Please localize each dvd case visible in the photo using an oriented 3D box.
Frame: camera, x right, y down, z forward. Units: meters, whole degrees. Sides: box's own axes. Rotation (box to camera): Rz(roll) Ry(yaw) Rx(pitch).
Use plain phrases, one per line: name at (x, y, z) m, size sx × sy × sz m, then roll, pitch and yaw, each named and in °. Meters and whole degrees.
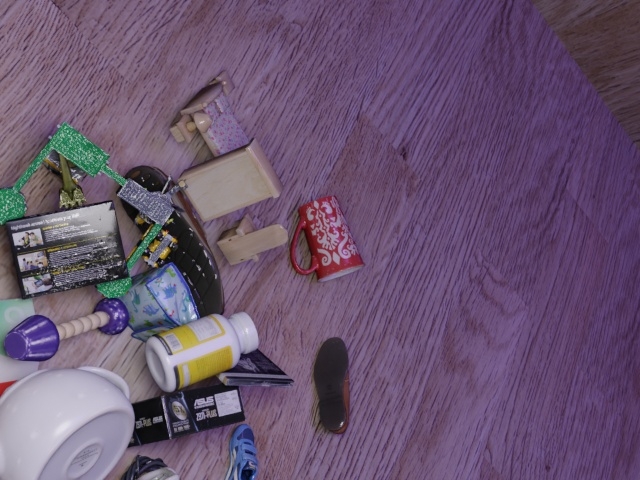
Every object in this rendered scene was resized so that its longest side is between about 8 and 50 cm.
dvd case at (-0.173, 0.215, 2.009) m, size 0.164 × 0.221 × 0.018 m, roll 10°, pitch 108°, yaw -44°

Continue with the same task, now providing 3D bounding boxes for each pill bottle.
pill bottle at (-0.206, 0.190, 1.866) m, size 0.184 × 0.103 × 0.103 m, roll -19°, pitch 89°, yaw -27°

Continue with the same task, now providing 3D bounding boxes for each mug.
mug at (0.008, -0.003, 2.336) m, size 0.150 × 0.113 × 0.169 m, roll -10°, pitch 79°, yaw -49°

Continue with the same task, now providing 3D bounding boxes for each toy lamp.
toy lamp at (-0.427, 0.150, 1.788) m, size 0.275 × 0.080 × 0.080 m, roll -14°, pitch 85°, yaw -69°

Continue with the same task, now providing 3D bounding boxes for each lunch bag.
lunch bag at (-0.294, 0.133, 1.951) m, size 0.096 × 0.129 × 0.151 m, roll -46°, pitch 110°, yaw -41°

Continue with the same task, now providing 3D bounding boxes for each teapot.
teapot at (-0.433, 0.293, 1.698) m, size 0.252 × 0.187 × 0.256 m, roll -49°, pitch 155°, yaw -11°

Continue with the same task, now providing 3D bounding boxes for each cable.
cable at (-0.305, 0.471, 1.878) m, size 0.151 × 0.047 × 0.184 m, roll -20°, pitch 92°, yaw -43°

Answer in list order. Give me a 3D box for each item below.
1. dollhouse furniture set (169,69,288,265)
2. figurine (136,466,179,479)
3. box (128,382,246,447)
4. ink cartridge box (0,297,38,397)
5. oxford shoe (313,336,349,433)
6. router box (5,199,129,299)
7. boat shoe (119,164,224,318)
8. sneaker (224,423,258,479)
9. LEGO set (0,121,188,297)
dollhouse furniture set at (-0.131, -0.175, 2.167) m, size 0.303 × 0.174 × 0.355 m, roll 61°, pitch 26°, yaw -21°
figurine at (-0.298, 0.519, 1.792) m, size 0.215 × 0.092 × 0.209 m, roll -22°, pitch 100°, yaw -39°
box at (-0.252, 0.312, 1.911) m, size 0.180 × 0.147 × 0.077 m, roll -5°, pitch 79°, yaw -46°
ink cartridge box at (-0.538, 0.212, 1.725) m, size 0.181 × 0.056 × 0.224 m, roll -5°, pitch 77°, yaw -47°
oxford shoe at (0.030, 0.313, 2.278) m, size 0.076 × 0.076 × 0.212 m, roll 57°, pitch 30°, yaw -60°
router box at (-0.420, 0.015, 1.769) m, size 0.179 × 0.046 × 0.133 m, roll -12°, pitch 99°, yaw -12°
boat shoe at (-0.265, 0.002, 2.035) m, size 0.324 × 0.123 × 0.120 m, roll 66°, pitch 14°, yaw -1°
sneaker at (-0.144, 0.423, 2.045) m, size 0.053 × 0.059 × 0.144 m, roll 26°, pitch 57°, yaw -35°
LEGO set at (-0.416, -0.061, 1.886) m, size 0.331 × 0.192 × 0.255 m, roll 29°, pitch 89°, yaw -15°
